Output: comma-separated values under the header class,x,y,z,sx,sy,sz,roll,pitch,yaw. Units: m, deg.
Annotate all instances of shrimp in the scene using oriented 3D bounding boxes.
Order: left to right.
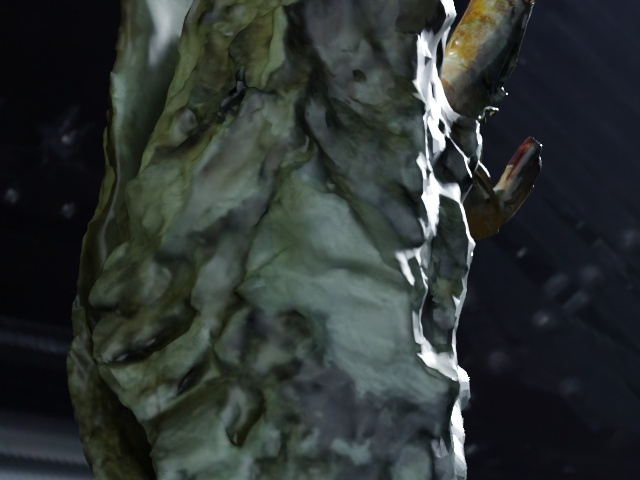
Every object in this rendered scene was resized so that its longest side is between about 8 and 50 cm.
class,x,y,z,sx,sy,sz,roll,pitch,yaw
shrimp,0.163,-0.133,1.344,0.169,0.058,0.296,46,-116,-36

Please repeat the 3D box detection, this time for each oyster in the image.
class,x,y,z,sx,sy,sz,roll,pitch,yaw
oyster,-0.002,0.003,0.512,0.162,0.158,0.351,17,-136,-26
